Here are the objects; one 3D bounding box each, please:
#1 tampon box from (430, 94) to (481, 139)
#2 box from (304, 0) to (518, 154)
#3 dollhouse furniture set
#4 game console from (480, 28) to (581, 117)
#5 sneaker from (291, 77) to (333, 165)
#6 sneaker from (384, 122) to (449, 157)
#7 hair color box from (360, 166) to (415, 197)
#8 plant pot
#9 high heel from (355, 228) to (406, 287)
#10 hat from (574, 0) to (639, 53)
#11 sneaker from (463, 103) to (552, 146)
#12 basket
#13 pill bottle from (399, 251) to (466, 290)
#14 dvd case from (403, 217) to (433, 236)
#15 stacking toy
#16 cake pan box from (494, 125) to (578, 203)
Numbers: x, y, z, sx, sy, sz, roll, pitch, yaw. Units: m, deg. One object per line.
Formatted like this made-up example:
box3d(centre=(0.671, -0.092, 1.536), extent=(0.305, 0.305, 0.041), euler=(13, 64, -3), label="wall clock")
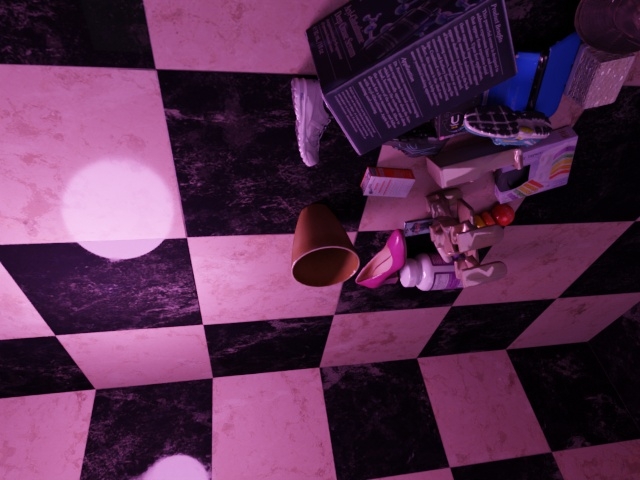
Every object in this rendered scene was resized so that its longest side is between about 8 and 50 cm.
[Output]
box3d(centre=(0.391, -0.400, 1.248), extent=(0.120, 0.102, 0.161), euler=(-15, 141, 4), label="tampon box")
box3d(centre=(0.195, -0.443, 0.996), extent=(0.395, 0.294, 0.212), euler=(-25, 140, 17), label="box")
box3d(centre=(0.529, -0.114, 1.450), extent=(0.256, 0.362, 0.395), euler=(-14, 115, 3), label="dollhouse furniture set")
box3d(centre=(0.604, -0.468, 1.278), extent=(0.249, 0.174, 0.293), euler=(13, 146, 20), label="game console")
box3d(centre=(-0.014, -0.332, 1.232), extent=(0.115, 0.105, 0.282), euler=(-8, 141, -4), label="sneaker")
box3d(centre=(0.276, -0.306, 1.340), extent=(0.266, 0.101, 0.106), euler=(0, 143, -13), label="sneaker")
box3d(centre=(0.235, -0.203, 1.494), extent=(0.167, 0.054, 0.093), euler=(1, 141, -17), label="hair color box")
box3d(centre=(0.000, 0.000, 1.526), extent=(0.236, 0.255, 0.237), euler=(-6, 141, -5), label="plant pot")
box3d(centre=(0.254, 0.088, 1.803), extent=(0.181, 0.127, 0.378), euler=(-5, 139, -5), label="high heel")
box3d(centre=(0.776, -0.526, 0.972), extent=(0.330, 0.134, 0.331), euler=(0, 152, 0), label="hat")
box3d(centre=(0.535, -0.316, 1.238), extent=(0.274, 0.107, 0.110), euler=(5, 158, -15), label="sneaker")
box3d(centre=(0.812, -0.485, 1.245), extent=(0.113, 0.103, 0.167), euler=(-13, 141, 1), label="basket")
box3d(centre=(0.510, 0.134, 1.885), extent=(0.301, 0.170, 0.169), euler=(-2, 141, -11), label="pill bottle")
box3d(centre=(0.400, -0.055, 1.749), extent=(0.119, 0.013, 0.087), euler=(-8, 141, -2), label="dvd case")
box3d(centre=(0.628, -0.042, 1.733), extent=(0.330, 0.141, 0.141), euler=(-30, 138, 16), label="stacking toy")
box3d(centre=(0.761, -0.265, 1.536), extent=(0.266, 0.070, 0.246), euler=(-16, 139, 7), label="cake pan box")
